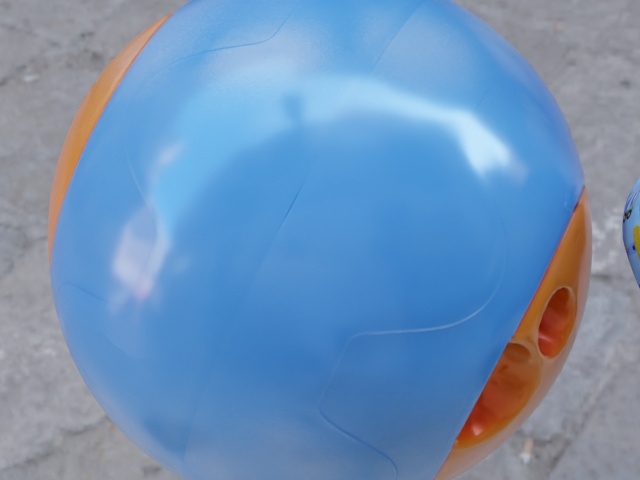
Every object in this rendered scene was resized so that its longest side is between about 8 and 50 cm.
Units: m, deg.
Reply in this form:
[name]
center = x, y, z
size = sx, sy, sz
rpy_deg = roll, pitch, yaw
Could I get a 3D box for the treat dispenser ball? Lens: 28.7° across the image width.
[treat dispenser ball]
center = 0.000, 0.000, 0.671
size = 0.288, 0.288, 0.288
rpy_deg = -3, 38, 2

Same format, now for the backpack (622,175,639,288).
[backpack]
center = 0.222, 0.009, 0.620
size = 0.173, 0.117, 0.158
rpy_deg = -14, 78, -35
